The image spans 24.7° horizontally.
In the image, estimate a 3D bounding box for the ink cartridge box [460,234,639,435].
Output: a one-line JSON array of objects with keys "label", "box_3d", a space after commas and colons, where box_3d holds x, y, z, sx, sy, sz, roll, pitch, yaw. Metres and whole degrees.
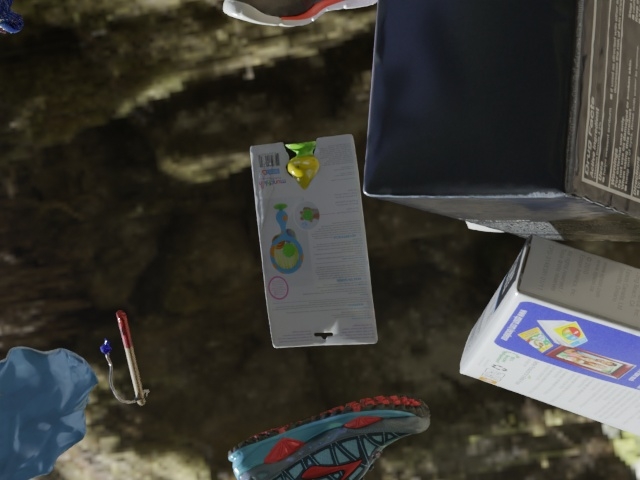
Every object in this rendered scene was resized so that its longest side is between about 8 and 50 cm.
[{"label": "ink cartridge box", "box_3d": [0.295, 0.110, 1.288, 0.303, 0.307, 0.072, 102, -174, -71]}]

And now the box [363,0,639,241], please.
[{"label": "box", "box_3d": [0.186, -0.161, 1.175, 0.294, 0.183, 0.296, 13, -100, -57]}]

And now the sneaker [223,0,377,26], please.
[{"label": "sneaker", "box_3d": [-0.014, -0.207, 1.122, 0.158, 0.061, 0.064, -24, -54, -43]}]

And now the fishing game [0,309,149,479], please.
[{"label": "fishing game", "box_3d": [-0.269, 0.151, 1.207, 0.041, 0.264, 0.189, 50, 159, 33]}]

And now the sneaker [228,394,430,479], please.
[{"label": "sneaker", "box_3d": [0.023, 0.268, 1.777, 0.104, 0.262, 0.125, -11, -99, -69]}]

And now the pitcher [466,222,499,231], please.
[{"label": "pitcher", "box_3d": [0.239, -0.074, 1.493, 0.177, 0.207, 0.125, -105, -8, -58]}]

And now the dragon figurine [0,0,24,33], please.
[{"label": "dragon figurine", "box_3d": [-0.334, -0.206, 0.963, 0.289, 0.144, 0.085, 24, -122, -40]}]

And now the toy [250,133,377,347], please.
[{"label": "toy", "box_3d": [0.000, 0.000, 1.683, 0.056, 0.137, 0.237, -20, -77, -60]}]
